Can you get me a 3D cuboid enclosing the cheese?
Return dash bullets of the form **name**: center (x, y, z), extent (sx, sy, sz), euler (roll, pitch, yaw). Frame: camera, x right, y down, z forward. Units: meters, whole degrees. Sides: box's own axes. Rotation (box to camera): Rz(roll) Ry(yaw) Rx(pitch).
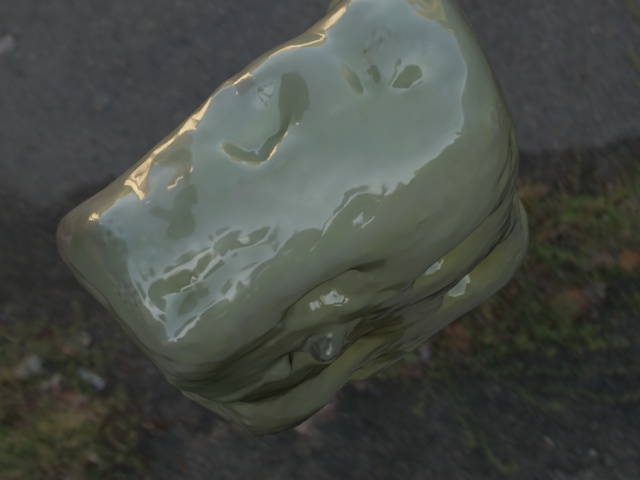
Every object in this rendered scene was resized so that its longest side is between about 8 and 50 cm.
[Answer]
- **cheese**: center (0.001, 0.002, 0.698), extent (0.159, 0.263, 0.093), euler (-33, 78, -1)
